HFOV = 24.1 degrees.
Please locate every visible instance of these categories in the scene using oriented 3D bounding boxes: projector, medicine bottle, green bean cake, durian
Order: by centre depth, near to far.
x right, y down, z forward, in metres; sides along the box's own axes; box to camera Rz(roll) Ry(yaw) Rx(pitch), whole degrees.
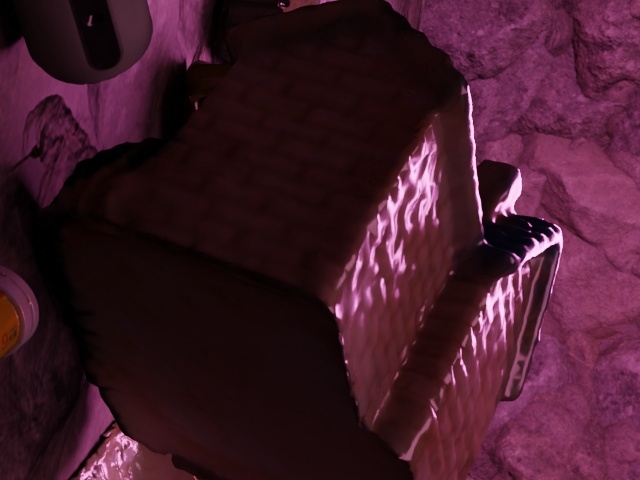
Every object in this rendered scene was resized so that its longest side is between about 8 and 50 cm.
[{"bbox_3d":[-0.281,0.094,1.082,0.218,0.074,0.074,-58,156,-62],"label":"medicine bottle"},{"bbox_3d":[-0.200,-0.258,1.095,0.337,0.108,0.108,83,19,-57],"label":"projector"},{"bbox_3d":[-0.203,0.277,1.616,0.252,0.144,0.139,-52,128,-59],"label":"durian"},{"bbox_3d":[-0.063,-0.282,1.855,0.181,0.094,0.173,42,57,-77],"label":"green bean cake"}]

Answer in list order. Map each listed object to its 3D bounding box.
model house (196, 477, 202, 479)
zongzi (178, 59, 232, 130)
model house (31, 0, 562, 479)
[{"bbox_3d":[-0.094,0.327,1.898,0.298,0.243,0.284,80,5,-64],"label":"model house"},{"bbox_3d":[-0.025,-0.079,1.735,0.123,0.289,0.260,-117,-150,-64],"label":"zongzi"},{"bbox_3d":[0.000,0.000,1.460,0.400,0.395,0.445,-55,149,-28],"label":"model house"}]
